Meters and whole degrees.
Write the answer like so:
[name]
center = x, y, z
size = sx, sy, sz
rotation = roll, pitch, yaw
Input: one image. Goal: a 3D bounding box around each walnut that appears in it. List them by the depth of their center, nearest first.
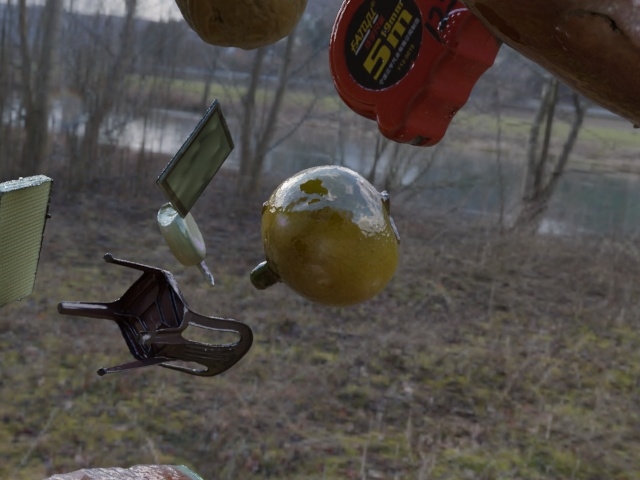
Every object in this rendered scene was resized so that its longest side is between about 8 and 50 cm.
[walnut]
center = -0.172, -0.549, 1.853
size = 0.332, 0.333, 0.333
rotation = 7, 9, -1

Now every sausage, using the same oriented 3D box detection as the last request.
[sausage]
center = 0.264, -0.100, 0.594
size = 0.418, 0.094, 0.094
rotation = 20, 14, -26

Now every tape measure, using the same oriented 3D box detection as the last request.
[tape measure]
center = 0.133, -0.282, 1.305
size = 0.114, 0.253, 0.260
rotation = 6, 35, -46

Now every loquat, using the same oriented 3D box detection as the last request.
[loquat]
center = 0.000, 0.000, 2.008
size = 0.359, 0.328, 0.328
rotation = -30, 10, 1

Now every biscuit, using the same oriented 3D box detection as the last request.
[biscuit]
center = -0.455, 0.003, 1.328
size = 0.040, 0.199, 0.121
rotation = 24, 21, 17

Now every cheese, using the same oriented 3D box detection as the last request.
[cheese]
center = -0.296, 0.018, 2.057
size = 0.064, 0.227, 0.137
rotation = -23, 35, 7

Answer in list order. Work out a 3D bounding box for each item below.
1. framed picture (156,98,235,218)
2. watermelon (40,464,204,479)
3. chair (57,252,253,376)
[framed picture]
center = -0.209, -0.132, 1.549
size = 0.010, 0.173, 0.231
rotation = 33, -11, 8
[watermelon]
center = -0.238, 0.412, 1.023
size = 0.222, 0.292, 0.319
rotation = 23, -8, 28
[chair]
center = -0.300, 0.157, 1.729
size = 0.326, 0.175, 0.183
rotation = 14, 39, -57
